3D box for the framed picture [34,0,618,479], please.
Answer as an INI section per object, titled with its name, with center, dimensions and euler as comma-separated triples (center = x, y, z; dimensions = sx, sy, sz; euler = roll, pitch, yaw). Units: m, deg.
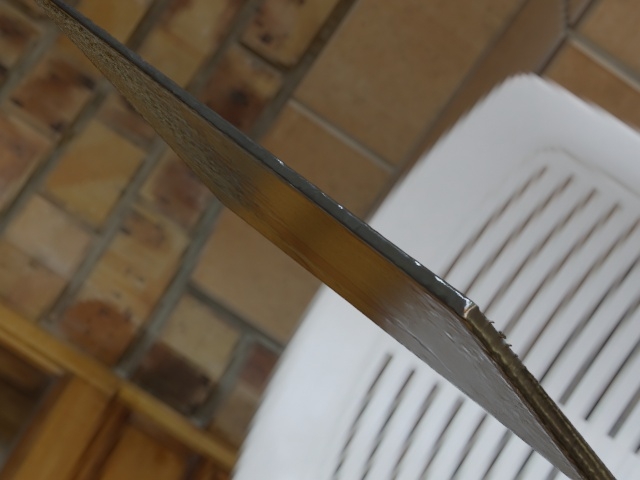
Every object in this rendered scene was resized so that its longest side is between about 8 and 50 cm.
[framed picture]
center = 0.000, 0.000, 0.874
dimensions = 0.014, 0.338, 0.255
euler = -49, -35, -5
